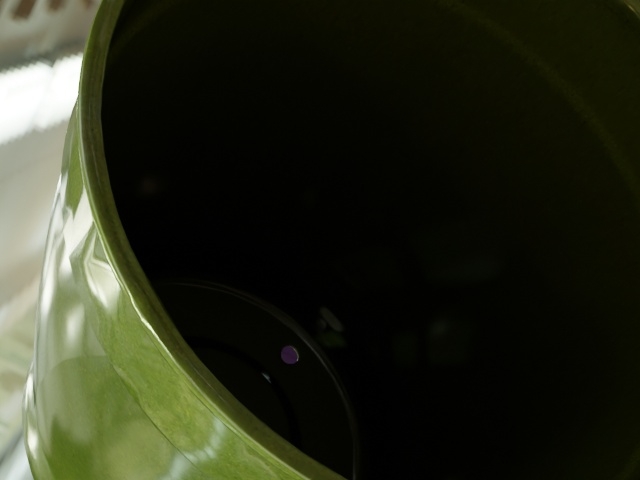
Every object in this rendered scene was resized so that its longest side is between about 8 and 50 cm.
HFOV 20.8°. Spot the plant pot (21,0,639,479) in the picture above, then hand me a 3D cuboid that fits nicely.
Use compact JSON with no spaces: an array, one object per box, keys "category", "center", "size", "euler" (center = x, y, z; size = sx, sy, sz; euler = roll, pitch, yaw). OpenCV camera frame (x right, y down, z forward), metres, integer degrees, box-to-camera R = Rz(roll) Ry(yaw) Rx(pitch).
[{"category":"plant pot","center":[-0.008,0.047,0.966],"size":[0.353,0.366,0.366],"euler":[-48,13,52]}]

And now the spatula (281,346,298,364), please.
[{"category":"spatula","center":[0.000,0.000,1.497],"size":[0.030,0.084,0.296],"euler":[-57,9,44]}]
